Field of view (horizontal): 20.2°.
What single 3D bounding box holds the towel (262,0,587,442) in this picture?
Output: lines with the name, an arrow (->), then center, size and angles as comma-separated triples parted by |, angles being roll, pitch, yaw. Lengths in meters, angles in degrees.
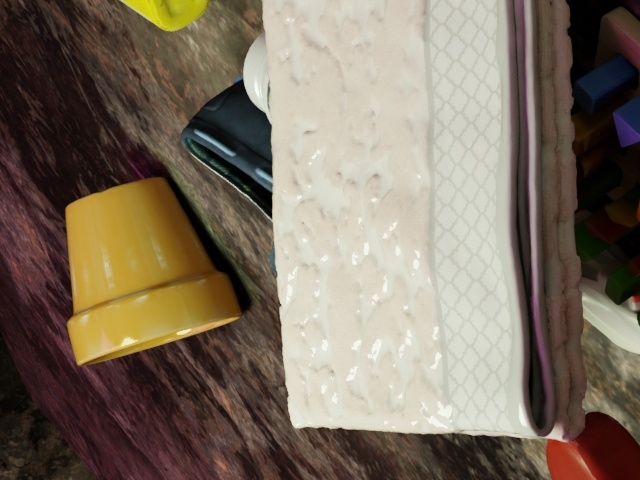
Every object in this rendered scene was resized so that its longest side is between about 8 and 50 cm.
towel -> 0.055, -0.034, 1.195 | 0.317, 0.053, 0.332 | -4, 88, 59

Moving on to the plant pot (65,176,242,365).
plant pot -> -0.218, 0.031, 2.155 | 0.205, 0.205, 0.188 | 149, 104, -72

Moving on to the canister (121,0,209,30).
canister -> -0.183, -0.281, 1.708 | 0.170, 0.073, 0.126 | 37, 153, 44

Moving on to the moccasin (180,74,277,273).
moccasin -> 0.000, 0.000, 1.622 | 0.342, 0.117, 0.138 | 48, 160, 27

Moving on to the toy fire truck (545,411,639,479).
toy fire truck -> 0.270, 0.219, 1.157 | 0.254, 0.169, 0.302 | 59, 165, 22

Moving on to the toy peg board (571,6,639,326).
toy peg board -> 0.202, -0.028, 1.114 | 0.161, 0.079, 0.160 | 47, 159, 28

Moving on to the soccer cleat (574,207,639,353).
soccer cleat -> 0.197, 0.032, 1.254 | 0.196, 0.068, 0.076 | 36, 156, 42

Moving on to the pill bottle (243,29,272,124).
pill bottle -> 0.018, -0.114, 1.405 | 0.180, 0.108, 0.108 | 33, 150, 53
